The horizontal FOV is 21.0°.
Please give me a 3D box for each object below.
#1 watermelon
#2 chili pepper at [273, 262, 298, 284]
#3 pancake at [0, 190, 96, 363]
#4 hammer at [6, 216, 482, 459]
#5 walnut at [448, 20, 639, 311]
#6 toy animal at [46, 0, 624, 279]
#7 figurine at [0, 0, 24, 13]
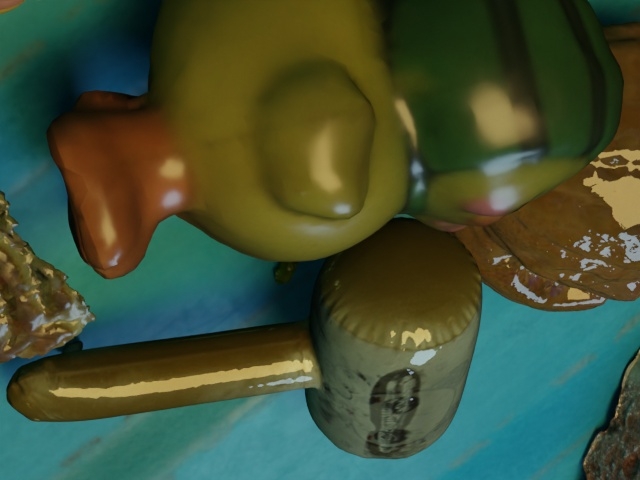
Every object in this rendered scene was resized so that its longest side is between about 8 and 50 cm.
[{"bbox_3d":[0.269,0.204,1.394,0.154,0.094,0.241,22,107,-45],"label":"watermelon"},{"bbox_3d":[0.000,0.000,1.168,0.083,0.017,0.030,-41,129,3],"label":"chili pepper"},{"bbox_3d":[-0.308,-0.039,0.939,0.305,0.067,0.426,-18,121,-7],"label":"pancake"},{"bbox_3d":[-0.050,0.081,1.127,0.306,0.113,0.202,-7,146,-8],"label":"hammer"},{"bbox_3d":[0.197,-0.054,1.163,0.238,0.141,0.204,-45,123,0],"label":"walnut"},{"bbox_3d":[0.008,-0.088,1.006,0.338,0.216,0.191,-11,90,-9],"label":"toy animal"},{"bbox_3d":[-0.145,-0.178,0.967,0.187,0.083,0.083,-36,129,-19],"label":"figurine"}]
